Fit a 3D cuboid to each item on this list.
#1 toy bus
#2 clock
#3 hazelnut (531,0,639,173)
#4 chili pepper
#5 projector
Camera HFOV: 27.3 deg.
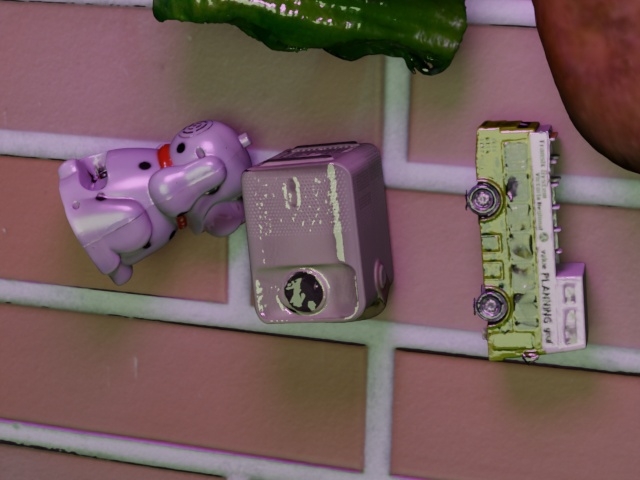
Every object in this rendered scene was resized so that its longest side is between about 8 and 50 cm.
[{"bbox_3d":[0.262,-0.001,1.673,0.139,0.113,0.302,-3,101,14],"label":"toy bus"},{"bbox_3d":[-0.202,-0.072,1.778,0.254,0.189,0.189,-22,96,5],"label":"clock"},{"bbox_3d":[0.402,-0.270,1.461,0.359,0.359,0.409,-10,95,19],"label":"hazelnut"},{"bbox_3d":[-0.014,-0.310,1.616,0.385,0.213,0.167,14,104,-5],"label":"chili pepper"},{"bbox_3d":[0.000,0.000,1.713,0.163,0.177,0.242,-1,103,19],"label":"projector"}]
